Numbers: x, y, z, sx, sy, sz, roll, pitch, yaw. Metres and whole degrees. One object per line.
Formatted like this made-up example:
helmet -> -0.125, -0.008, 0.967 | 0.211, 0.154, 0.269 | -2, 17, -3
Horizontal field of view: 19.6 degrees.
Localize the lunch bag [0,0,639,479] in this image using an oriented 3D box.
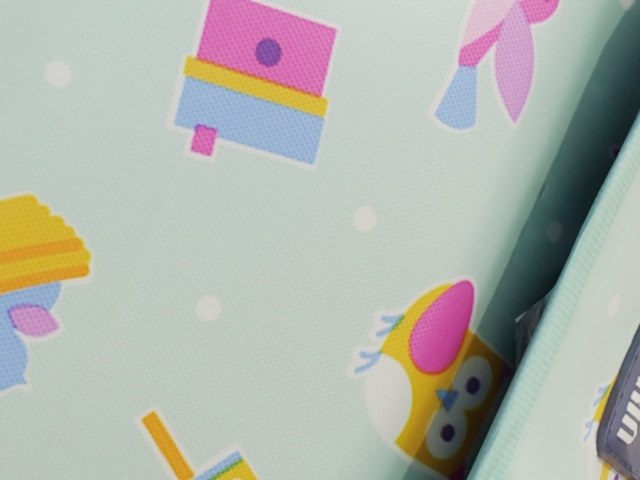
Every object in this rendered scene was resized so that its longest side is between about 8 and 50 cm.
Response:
lunch bag -> 0.000, 0.000, 0.418 | 0.262, 0.223, 0.160 | 28, -11, -22
